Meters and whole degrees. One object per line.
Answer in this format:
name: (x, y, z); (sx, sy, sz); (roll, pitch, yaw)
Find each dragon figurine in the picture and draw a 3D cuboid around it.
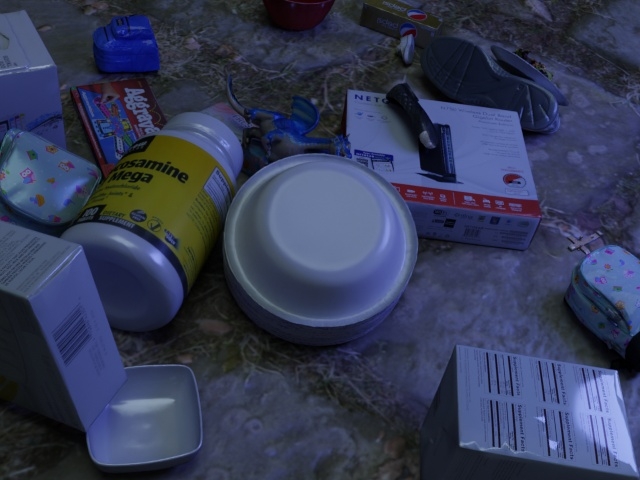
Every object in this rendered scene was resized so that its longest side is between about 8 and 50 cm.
dragon figurine: (-0.054, -0.188, 1.357); (0.144, 0.085, 0.289); (-15, 45, -25)

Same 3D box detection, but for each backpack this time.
backpack: (-0.384, -0.385, 1.568); (0.120, 0.101, 0.098); (-10, 42, -16)
backpack: (0.471, 0.098, 1.240); (0.152, 0.115, 0.182); (-22, 51, -26)
backpack: (-0.422, -0.054, 1.176); (0.166, 0.144, 0.188); (28, 66, -23)

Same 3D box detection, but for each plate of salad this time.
plate of salad: (0.434, -0.345, 1.645); (0.200, 0.048, 0.200); (38, 8, -6)

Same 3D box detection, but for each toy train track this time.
toy train track: (0.468, -0.002, 1.409); (0.083, 0.014, 0.048); (-22, 53, -29)

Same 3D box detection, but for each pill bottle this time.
pill bottle: (-0.236, -0.043, 1.191); (0.188, 0.187, 0.334); (17, 45, 6)

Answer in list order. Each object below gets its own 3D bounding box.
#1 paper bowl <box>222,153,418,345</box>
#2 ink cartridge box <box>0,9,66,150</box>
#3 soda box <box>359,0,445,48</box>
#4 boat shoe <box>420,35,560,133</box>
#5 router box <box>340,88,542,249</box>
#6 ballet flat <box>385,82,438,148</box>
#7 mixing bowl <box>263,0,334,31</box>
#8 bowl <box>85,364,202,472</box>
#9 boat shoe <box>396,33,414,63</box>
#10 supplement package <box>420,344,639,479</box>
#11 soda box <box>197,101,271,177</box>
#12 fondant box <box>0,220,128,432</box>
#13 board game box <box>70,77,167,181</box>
paper bowl: (0.000, 0.000, 1.172); (0.284, 0.148, 0.284); (3, 64, -7)
ink cartridge box: (-0.516, -0.215, 1.276); (0.168, 0.232, 0.171); (-18, 51, -26)
soda box: (0.184, -0.496, 1.815); (0.181, 0.058, 0.061); (23, 46, 13)
boat shoe: (0.345, -0.313, 1.642); (0.320, 0.118, 0.103); (33, 5, 25)
router box: (0.201, -0.134, 1.440); (0.336, 0.082, 0.301); (6, 45, -4)
ballet flat: (0.167, -0.218, 1.436); (0.049, 0.057, 0.173); (-34, 46, 14)
mixing bowl: (-0.051, -0.528, 1.773); (0.182, 0.098, 0.181); (5, 46, -5)
bowl: (-0.224, 0.231, 1.016); (0.142, 0.053, 0.142); (-3, 46, -15)
boat shoe: (0.184, -0.418, 1.760); (0.035, 0.035, 0.100); (-8, 45, 20)
supplement package: (0.241, 0.254, 0.982); (0.203, 0.194, 0.149); (10, 45, -2)
soda box: (-0.141, -0.174, 1.432); (0.183, 0.058, 0.063); (36, 50, 24)
fondant box: (-0.414, 0.078, 0.962); (0.330, 0.238, 0.096); (16, 46, 21)
board game box: (-0.344, -0.195, 1.437); (0.145, 0.027, 0.281); (-12, 49, -23)
